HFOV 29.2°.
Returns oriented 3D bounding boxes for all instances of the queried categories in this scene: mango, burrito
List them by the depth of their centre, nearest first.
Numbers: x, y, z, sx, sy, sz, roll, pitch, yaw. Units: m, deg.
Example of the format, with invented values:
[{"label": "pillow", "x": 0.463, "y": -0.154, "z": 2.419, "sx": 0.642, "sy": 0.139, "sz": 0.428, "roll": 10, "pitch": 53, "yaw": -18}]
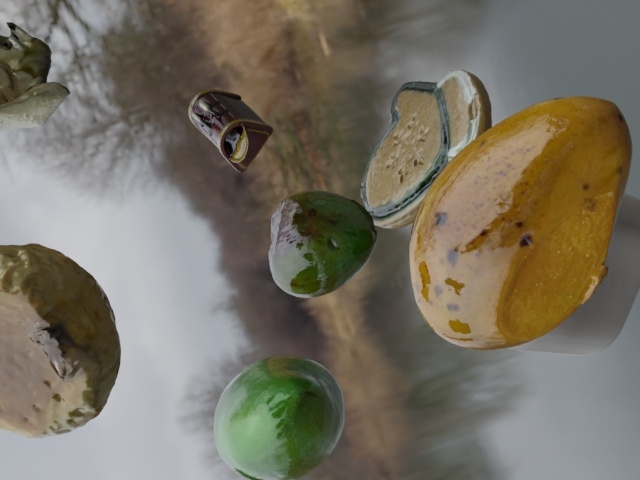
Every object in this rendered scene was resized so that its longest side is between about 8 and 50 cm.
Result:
[{"label": "mango", "x": 0.201, "y": -0.026, "z": 1.251, "sx": 0.160, "sy": 0.290, "sz": 0.191, "roll": 28, "pitch": -166, "yaw": -38}, {"label": "burrito", "x": -0.554, "y": -0.222, "z": 1.828, "sx": 0.190, "sy": 0.332, "sz": 0.135, "roll": 50, "pitch": 137, "yaw": 36}, {"label": "mango", "x": -0.063, "y": 0.284, "z": 1.976, "sx": 0.201, "sy": 0.225, "sz": 0.382, "roll": 64, "pitch": 168, "yaw": 8}]

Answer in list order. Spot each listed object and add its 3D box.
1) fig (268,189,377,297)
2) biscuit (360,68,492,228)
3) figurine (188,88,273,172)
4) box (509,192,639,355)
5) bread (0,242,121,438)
[{"label": "fig", "x": 0.000, "y": 0.000, "z": 2.029, "sx": 0.181, "sy": 0.191, "sz": 0.181, "roll": -9, "pitch": -90, "yaw": -71}, {"label": "biscuit", "x": 0.181, "y": -0.183, "z": 2.242, "sx": 0.344, "sy": 0.057, "sz": 0.287, "roll": -41, "pitch": 41, "yaw": 41}, {"label": "figurine", "x": -0.140, "y": -0.169, "z": 1.805, "sx": 0.098, "sy": 0.082, "sz": 0.154, "roll": 30, "pitch": -169, "yaw": -41}, {"label": "box", "x": 0.393, "y": 0.044, "z": 1.977, "sx": 0.141, "sy": 0.349, "sz": 0.288, "roll": 31, "pitch": 105, "yaw": 43}, {"label": "bread", "x": -0.337, "y": 0.103, "z": 1.400, "sx": 0.134, "sy": 0.244, "sz": 0.244, "roll": -80, "pitch": -24, "yaw": -60}]
